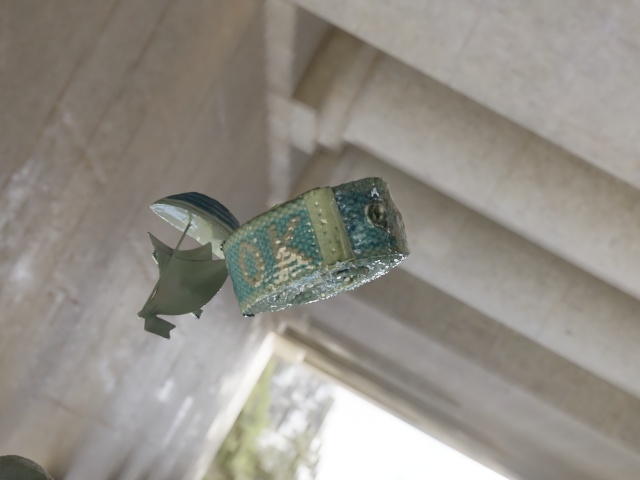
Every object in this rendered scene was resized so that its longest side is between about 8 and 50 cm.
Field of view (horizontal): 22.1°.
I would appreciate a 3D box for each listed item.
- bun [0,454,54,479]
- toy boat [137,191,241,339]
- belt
[{"bbox_3d":[-0.238,0.240,1.303,0.141,0.083,0.141,-19,-112,61],"label":"bun"},{"bbox_3d":[-0.109,0.022,1.479,0.034,0.105,0.149,130,-33,-51],"label":"toy boat"},{"bbox_3d":[-0.004,0.002,1.278,0.163,0.082,0.147,-23,173,38],"label":"belt"}]
